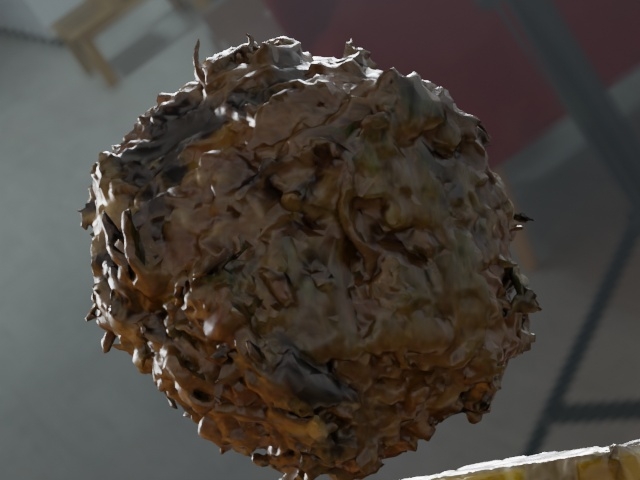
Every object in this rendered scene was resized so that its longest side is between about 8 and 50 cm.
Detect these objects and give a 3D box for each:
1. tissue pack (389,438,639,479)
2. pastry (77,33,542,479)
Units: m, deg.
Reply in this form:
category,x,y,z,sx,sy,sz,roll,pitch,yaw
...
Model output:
category,x,y,z,sx,sy,sz,roll,pitch,yaw
tissue pack,0.167,0.340,1.415,0.228,0.381,0.293,-8,-6,19
pastry,0.000,0.000,1.094,0.193,0.275,0.275,-50,6,42
